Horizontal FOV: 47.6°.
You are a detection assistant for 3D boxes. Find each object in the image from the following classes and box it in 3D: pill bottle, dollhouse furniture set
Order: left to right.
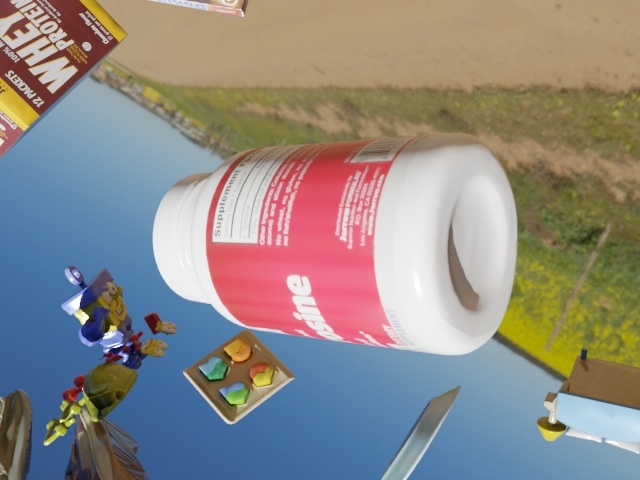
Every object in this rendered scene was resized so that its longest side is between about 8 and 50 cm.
[{"bbox_3d":[0.000,0.000,0.852,0.407,0.229,0.229,1,162,38],"label":"pill bottle"},{"bbox_3d":[0.518,0.298,1.166,0.303,0.198,0.286,9,-162,23],"label":"dollhouse furniture set"}]

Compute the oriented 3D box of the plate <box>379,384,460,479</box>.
[{"bbox_3d":[0.117,0.256,0.914,0.024,0.188,0.188,34,-178,12],"label":"plate"}]

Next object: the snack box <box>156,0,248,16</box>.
[{"bbox_3d":[-0.172,-0.323,0.894,0.178,0.064,0.022,12,173,8],"label":"snack box"}]

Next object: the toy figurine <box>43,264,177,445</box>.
[{"bbox_3d":[-0.411,0.155,1.270,0.217,0.191,0.362,63,-171,-13],"label":"toy figurine"}]

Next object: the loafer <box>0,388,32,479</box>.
[{"bbox_3d":[-0.442,0.307,0.981,0.087,0.094,0.251,4,-143,-18],"label":"loafer"}]

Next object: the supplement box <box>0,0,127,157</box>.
[{"bbox_3d":[-0.393,-0.230,0.956,0.129,0.194,0.191,46,148,-20],"label":"supplement box"}]

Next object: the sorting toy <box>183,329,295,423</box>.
[{"bbox_3d":[-0.196,0.318,1.748,0.193,0.208,0.038,40,145,31],"label":"sorting toy"}]

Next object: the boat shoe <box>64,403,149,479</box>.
[{"bbox_3d":[-0.373,0.372,1.194,0.123,0.123,0.342,48,168,-24],"label":"boat shoe"}]
